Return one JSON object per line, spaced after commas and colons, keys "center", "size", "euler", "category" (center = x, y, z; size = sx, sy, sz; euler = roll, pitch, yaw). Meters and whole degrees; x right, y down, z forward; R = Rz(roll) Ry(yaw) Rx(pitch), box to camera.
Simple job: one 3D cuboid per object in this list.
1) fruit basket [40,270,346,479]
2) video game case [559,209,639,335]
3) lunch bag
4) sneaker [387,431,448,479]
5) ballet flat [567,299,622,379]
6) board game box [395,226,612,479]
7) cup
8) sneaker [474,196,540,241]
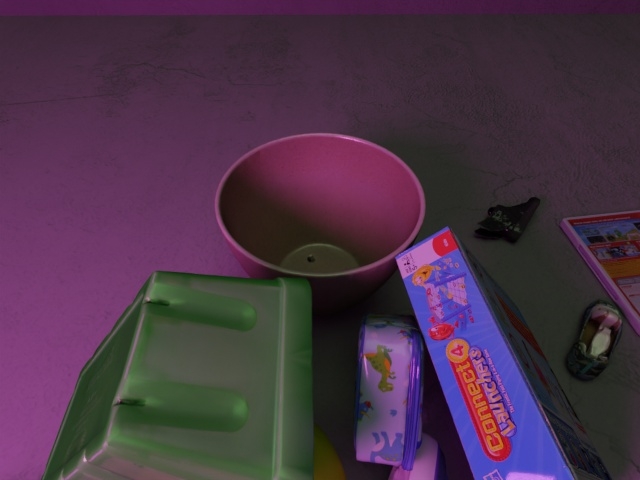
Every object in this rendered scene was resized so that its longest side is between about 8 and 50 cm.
{"center": [-0.100, 0.244, 0.507], "size": [0.392, 0.392, 0.283], "euler": [-1, 49, -1], "category": "fruit basket"}
{"center": [0.657, 0.052, 0.850], "size": [0.204, 0.025, 0.285], "euler": [-6, 49, -6], "category": "video game case"}
{"center": [0.092, 0.194, 0.576], "size": [0.090, 0.219, 0.176], "euler": [5, 86, 8], "category": "lunch bag"}
{"center": [0.179, 0.415, 0.470], "size": [0.236, 0.130, 0.323], "euler": [20, 46, 4], "category": "sneaker"}
{"center": [0.491, 0.161, 0.726], "size": [0.070, 0.070, 0.188], "euler": [29, 54, 22], "category": "ballet flat"}
{"center": [0.248, 0.179, 0.558], "size": [0.086, 0.308, 0.302], "euler": [-33, 45, 22], "category": "board game box"}
{"center": [0.000, 0.000, 0.746], "size": [0.331, 0.237, 0.331], "euler": [0, 49, 0], "category": "cup"}
{"center": [0.416, -0.057, 0.925], "size": [0.089, 0.051, 0.170], "euler": [32, 59, 19], "category": "sneaker"}
